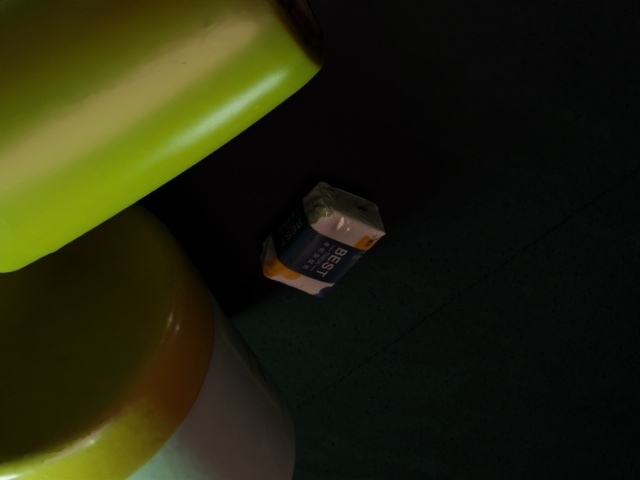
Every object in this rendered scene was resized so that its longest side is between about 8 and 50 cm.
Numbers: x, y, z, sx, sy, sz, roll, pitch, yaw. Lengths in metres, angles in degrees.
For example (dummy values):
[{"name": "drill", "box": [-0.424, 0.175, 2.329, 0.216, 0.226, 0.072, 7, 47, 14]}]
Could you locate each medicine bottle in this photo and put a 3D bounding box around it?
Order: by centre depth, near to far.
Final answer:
[{"name": "medicine bottle", "box": [-0.164, 0.119, 1.373, 0.238, 0.238, 0.232, -23, 139, 8]}]

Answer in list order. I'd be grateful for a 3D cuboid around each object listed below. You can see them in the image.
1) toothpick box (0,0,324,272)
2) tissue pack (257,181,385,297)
[{"name": "toothpick box", "box": [-0.134, -0.111, 1.187, 0.271, 0.175, 0.175, -28, 136, 9]}, {"name": "tissue pack", "box": [0.000, 0.000, 1.438, 0.062, 0.042, 0.083, 23, 125, -32]}]
